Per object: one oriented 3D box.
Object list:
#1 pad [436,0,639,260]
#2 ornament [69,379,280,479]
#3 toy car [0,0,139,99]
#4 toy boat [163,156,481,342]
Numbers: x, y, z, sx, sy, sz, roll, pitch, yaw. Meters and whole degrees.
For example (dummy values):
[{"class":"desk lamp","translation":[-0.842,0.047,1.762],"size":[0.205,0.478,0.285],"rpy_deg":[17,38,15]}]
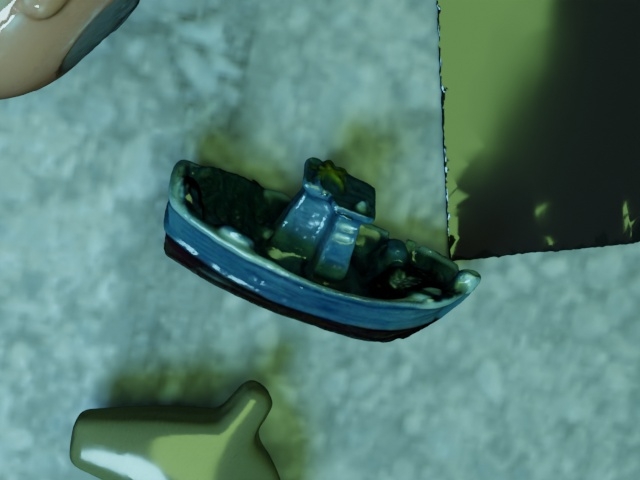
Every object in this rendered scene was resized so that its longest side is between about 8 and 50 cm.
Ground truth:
[{"class":"pad","translation":[0.230,-0.124,0.694],"size":[0.368,0.007,0.247],"rpy_deg":[-6,104,-6]},{"class":"ornament","translation":[-0.078,0.195,0.696],"size":[0.245,0.061,0.230],"rpy_deg":[-36,103,2]},{"class":"toy car","translation":[-0.152,-0.156,0.553],"size":[0.271,0.180,0.212],"rpy_deg":[26,109,-12]},{"class":"toy boat","translation":[0.000,0.000,0.662],"size":[0.137,0.060,0.061],"rpy_deg":[25,120,-9]}]
